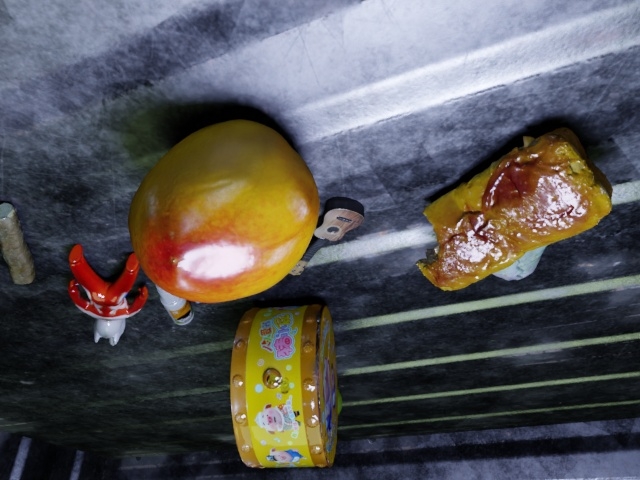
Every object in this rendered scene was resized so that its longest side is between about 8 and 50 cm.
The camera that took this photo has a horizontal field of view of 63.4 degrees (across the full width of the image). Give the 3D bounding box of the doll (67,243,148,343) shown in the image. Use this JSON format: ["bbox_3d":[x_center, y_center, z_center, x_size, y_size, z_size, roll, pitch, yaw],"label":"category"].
[{"bbox_3d":[-0.539,0.148,1.318,0.188,0.099,0.384,11,139,-14],"label":"doll"}]

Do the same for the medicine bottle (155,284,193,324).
[{"bbox_3d":[-0.366,0.143,1.338,0.092,0.061,0.221,-21,149,-11],"label":"medicine bottle"}]

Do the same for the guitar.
[{"bbox_3d":[0.000,-0.001,1.114,0.083,0.038,0.271,17,141,-22],"label":"guitar"}]

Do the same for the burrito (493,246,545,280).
[{"bbox_3d":[0.415,0.011,1.087,0.143,0.089,0.229,-1,145,11],"label":"burrito"}]

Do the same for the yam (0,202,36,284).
[{"bbox_3d":[-0.671,0.012,1.131,0.061,0.061,0.274,9,145,-13],"label":"yam"}]

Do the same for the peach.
[{"bbox_3d":[-0.156,-0.031,0.833,0.288,0.308,0.289,15,146,10],"label":"peach"}]

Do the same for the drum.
[{"bbox_3d":[-0.077,0.379,1.369,0.213,0.432,0.431,-4,147,6],"label":"drum"}]

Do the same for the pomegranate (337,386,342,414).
[{"bbox_3d":[-0.039,0.592,1.892,0.230,0.231,0.286,1,158,-1],"label":"pomegranate"}]

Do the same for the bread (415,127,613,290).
[{"bbox_3d":[0.314,-0.042,0.943,0.185,0.109,0.380,48,134,-4],"label":"bread"}]

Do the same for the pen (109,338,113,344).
[{"bbox_3d":[-0.634,0.283,1.583,0.026,0.026,0.218,11,146,-15],"label":"pen"}]
